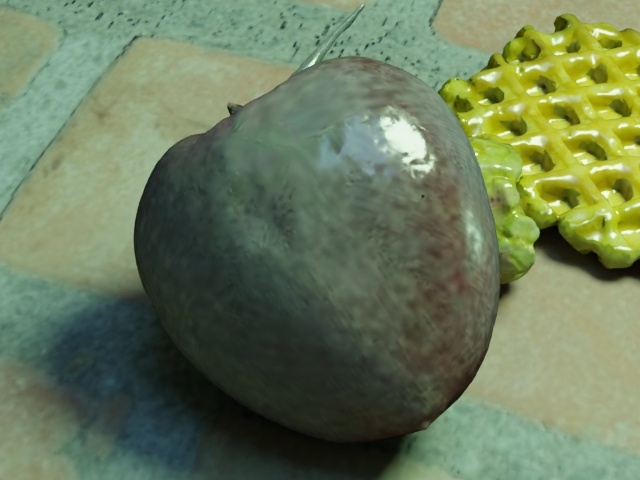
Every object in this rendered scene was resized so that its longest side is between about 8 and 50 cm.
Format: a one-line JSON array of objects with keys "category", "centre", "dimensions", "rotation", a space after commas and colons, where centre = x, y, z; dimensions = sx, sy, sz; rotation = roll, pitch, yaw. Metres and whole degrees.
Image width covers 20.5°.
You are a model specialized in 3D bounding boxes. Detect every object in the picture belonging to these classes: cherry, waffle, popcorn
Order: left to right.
[{"category": "cherry", "centre": [0.000, 0.000, 1.053], "dimensions": [0.183, 0.213, 0.266], "rotation": [23, 40, -60]}, {"category": "popcorn", "centre": [0.096, -0.021, 1.175], "dimensions": [0.089, 0.096, 0.109], "rotation": [-2, 26, -16]}, {"category": "waffle", "centre": [0.222, -0.074, 1.292], "dimensions": [0.291, 0.051, 0.291], "rotation": [3, 42, -3]}]
